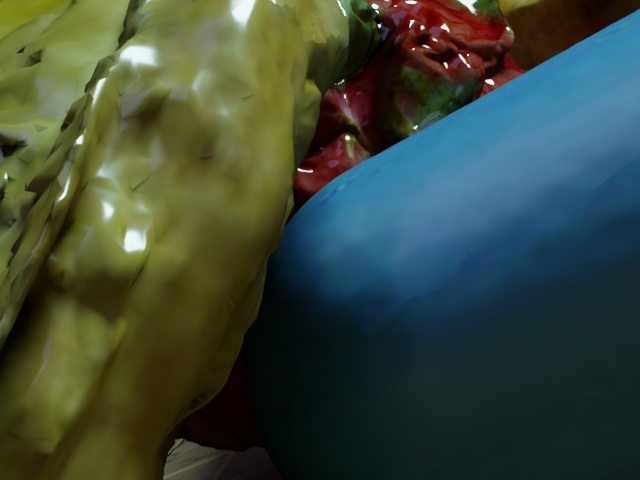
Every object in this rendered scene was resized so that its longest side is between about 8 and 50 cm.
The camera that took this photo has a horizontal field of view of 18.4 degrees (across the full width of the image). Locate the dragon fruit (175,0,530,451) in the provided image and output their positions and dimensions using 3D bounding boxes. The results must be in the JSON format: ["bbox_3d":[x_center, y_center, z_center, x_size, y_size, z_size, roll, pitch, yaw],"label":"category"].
[{"bbox_3d":[0.000,0.000,0.766,0.192,0.193,0.274,-34,-21,-21],"label":"dragon fruit"}]

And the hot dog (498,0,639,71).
[{"bbox_3d":[0.114,-0.108,0.928,0.223,0.185,0.405,18,-19,-33],"label":"hot dog"}]

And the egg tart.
[{"bbox_3d":[-0.110,0.051,0.519,0.341,0.129,0.341,-62,8,16],"label":"egg tart"}]

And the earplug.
[{"bbox_3d":[0.109,-0.008,0.489,0.273,0.132,0.132,-26,10,-1],"label":"earplug"}]
